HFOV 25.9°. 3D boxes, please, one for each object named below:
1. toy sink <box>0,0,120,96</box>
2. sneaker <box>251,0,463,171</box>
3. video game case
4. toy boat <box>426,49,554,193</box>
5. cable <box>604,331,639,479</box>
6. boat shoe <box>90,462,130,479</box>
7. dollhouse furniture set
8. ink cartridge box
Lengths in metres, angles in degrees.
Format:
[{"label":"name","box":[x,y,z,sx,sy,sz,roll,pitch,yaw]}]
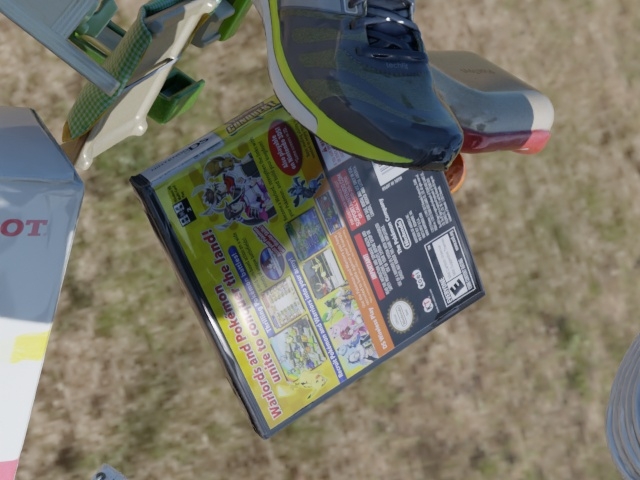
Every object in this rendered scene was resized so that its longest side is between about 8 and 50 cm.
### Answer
[{"label":"toy sink","box":[-0.245,-0.257,1.227,0.234,0.131,0.153,39,1,-23]},{"label":"sneaker","box":[0.021,-0.169,0.937,0.111,0.121,0.300,2,48,-36]},{"label":"video game case","box":[0.000,0.000,1.188,0.248,0.035,0.275,-32,122,-15]},{"label":"toy boat","box":[0.149,-0.117,1.522,0.151,0.151,0.231,37,27,30]},{"label":"cable","box":[0.385,0.148,1.290,0.089,0.257,0.257,31,47,-36]},{"label":"boat shoe","box":[-0.318,0.355,1.600,0.096,0.098,0.277,42,43,11]},{"label":"dollhouse furniture set","box":[-0.215,-0.224,1.511,0.151,0.197,0.301,36,28,4]},{"label":"ink cartridge box","box":[-0.396,0.069,1.232,0.279,0.384,0.160,2,30,-32]}]
